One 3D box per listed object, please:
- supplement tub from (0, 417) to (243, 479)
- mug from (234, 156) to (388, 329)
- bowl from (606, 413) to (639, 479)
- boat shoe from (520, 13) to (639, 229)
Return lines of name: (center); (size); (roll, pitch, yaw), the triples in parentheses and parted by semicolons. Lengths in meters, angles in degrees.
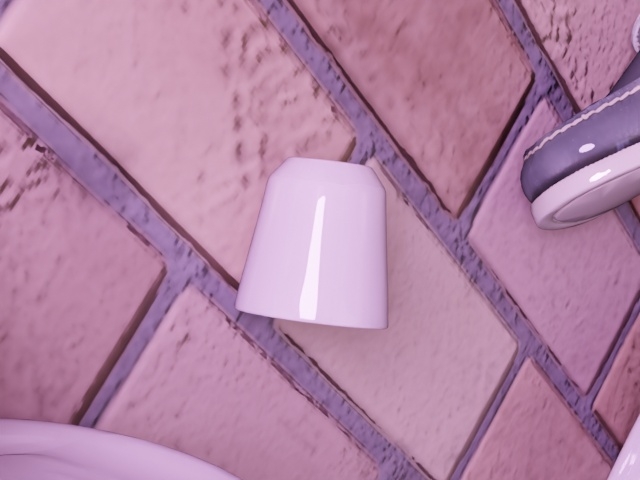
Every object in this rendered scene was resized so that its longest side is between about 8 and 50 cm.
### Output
supplement tub: (-0.095, 0.171, 0.501); (0.144, 0.144, 0.200); (4, 101, -52)
mug: (-0.003, 0.000, 0.629); (0.062, 0.078, 0.064); (6, 91, -19)
bowl: (0.225, 0.153, 0.861); (0.298, 0.134, 0.298); (-57, 164, -26)
boat shoe: (0.203, -0.106, 0.825); (0.319, 0.116, 0.099); (-31, 84, -32)
